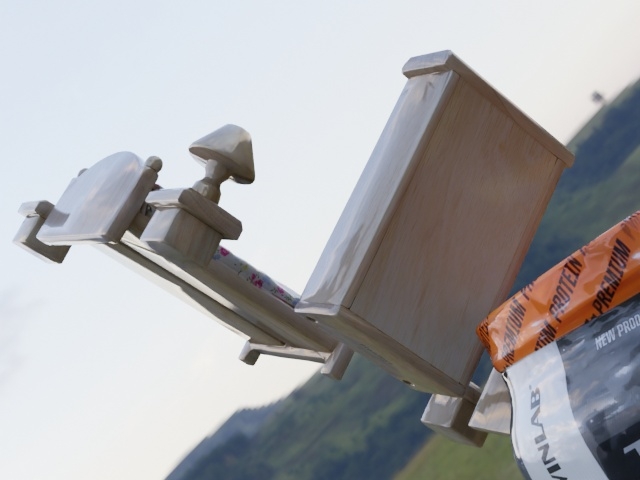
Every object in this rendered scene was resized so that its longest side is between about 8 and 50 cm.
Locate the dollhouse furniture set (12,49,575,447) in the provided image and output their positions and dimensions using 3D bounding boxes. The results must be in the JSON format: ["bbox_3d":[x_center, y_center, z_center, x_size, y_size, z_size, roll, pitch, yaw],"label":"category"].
[{"bbox_3d":[0.000,0.000,0.869,0.355,0.303,0.174,1,60,58],"label":"dollhouse furniture set"}]

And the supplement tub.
[{"bbox_3d":[0.240,0.143,0.646,0.207,0.338,0.207,-32,-11,-7],"label":"supplement tub"}]
